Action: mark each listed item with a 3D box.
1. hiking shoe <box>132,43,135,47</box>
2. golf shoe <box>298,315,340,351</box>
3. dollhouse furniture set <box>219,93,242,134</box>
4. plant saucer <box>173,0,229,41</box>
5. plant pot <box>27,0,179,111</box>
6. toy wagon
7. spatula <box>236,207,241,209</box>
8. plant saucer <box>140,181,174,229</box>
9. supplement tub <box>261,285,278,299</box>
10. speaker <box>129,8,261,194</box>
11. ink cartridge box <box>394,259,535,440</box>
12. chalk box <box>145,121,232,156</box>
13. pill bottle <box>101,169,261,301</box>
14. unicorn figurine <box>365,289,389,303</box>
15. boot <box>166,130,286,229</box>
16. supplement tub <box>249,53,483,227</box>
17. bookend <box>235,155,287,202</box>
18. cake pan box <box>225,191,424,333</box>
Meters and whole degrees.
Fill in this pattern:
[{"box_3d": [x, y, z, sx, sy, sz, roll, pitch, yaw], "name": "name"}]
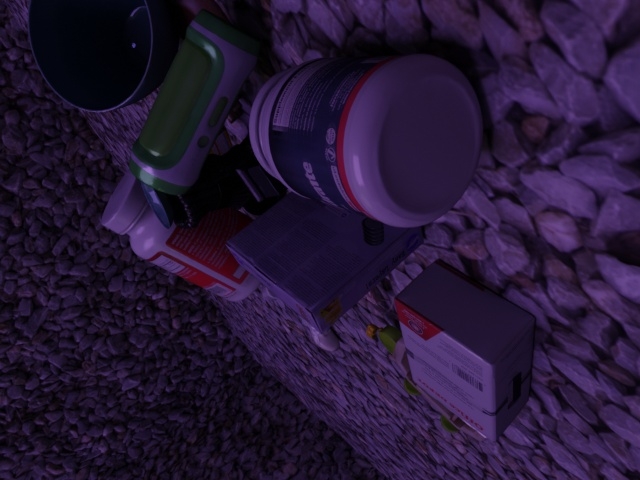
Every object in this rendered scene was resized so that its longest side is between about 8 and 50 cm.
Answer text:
[{"box_3d": [-0.452, -0.434, 1.401, 0.132, 0.113, 0.304, 51, 161, 1], "name": "hiking shoe"}, {"box_3d": [0.000, 0.277, 1.787, 0.176, 0.069, 0.086, 48, 155, 5], "name": "golf shoe"}, {"box_3d": [-0.248, -0.286, 1.172, 0.123, 0.144, 0.151, 52, -162, -3], "name": "dollhouse furniture set"}, {"box_3d": [-0.222, -0.389, 1.085, 0.198, 0.036, 0.198, 44, 160, 21], "name": "plant saucer"}, {"box_3d": [-0.401, -0.411, 1.144, 0.290, 0.290, 0.195, 50, -154, 2], "name": "plant pot"}, {"box_3d": [0.244, 0.294, 1.257, 0.344, 0.068, 0.267, 44, 160, 22], "name": "toy wagon"}, {"box_3d": [-0.322, -0.122, 1.820, 0.296, 0.030, 0.084, 18, 144, 57], "name": "spatula"}, {"box_3d": [-0.322, -0.080, 1.132, 0.119, 0.021, 0.119, 46, 153, 32], "name": "plant saucer"}, {"box_3d": [-0.158, 0.166, 1.923, 0.071, 0.071, 0.107, 52, 161, -3], "name": "supplement tub"}, {"box_3d": [-0.217, -0.230, 0.969, 0.131, 0.296, 0.131, 28, -164, -9], "name": "speaker"}, {"box_3d": [0.250, 0.195, 0.982, 0.197, 0.114, 0.273, 34, 154, 38], "name": "ink cartridge box"}, {"box_3d": [-0.339, -0.264, 1.442, 0.213, 0.132, 0.132, 39, 159, 33], "name": "chalk box"}, {"box_3d": [-0.335, -0.020, 1.470, 0.408, 0.229, 0.229, 32, 172, -30], "name": "pill bottle"}, {"box_3d": [0.087, 0.075, 1.213, 0.111, 0.060, 0.162, 41, 159, 28], "name": "unicorn figurine"}, {"box_3d": [-0.211, -0.102, 1.247, 0.131, 0.260, 0.348, 47, 161, 12], "name": "boot"}, {"box_3d": [0.045, -0.133, 0.715, 0.272, 0.191, 0.191, 23, 147, 53], "name": "supplement tub"}, {"box_3d": [-0.041, -0.140, 0.952, 0.072, 0.157, 0.156, 55, 161, -15], "name": "bookend"}, {"box_3d": [0.000, 0.000, 0.984, 0.267, 0.246, 0.070, 33, 154, 40], "name": "cake pan box"}]
